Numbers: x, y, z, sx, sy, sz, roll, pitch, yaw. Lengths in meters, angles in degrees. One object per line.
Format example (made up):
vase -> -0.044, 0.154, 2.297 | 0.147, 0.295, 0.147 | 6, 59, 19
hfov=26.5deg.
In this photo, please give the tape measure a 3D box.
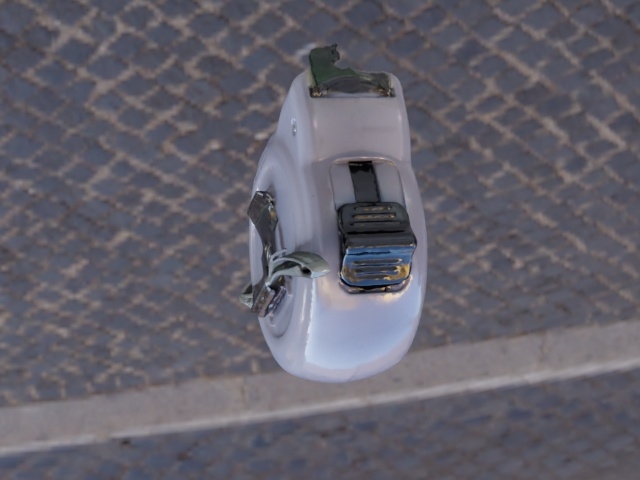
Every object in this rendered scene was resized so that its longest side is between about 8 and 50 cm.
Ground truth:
tape measure -> 0.001, 0.002, 0.894 | 0.105, 0.178, 0.196 | -2, 148, -18
